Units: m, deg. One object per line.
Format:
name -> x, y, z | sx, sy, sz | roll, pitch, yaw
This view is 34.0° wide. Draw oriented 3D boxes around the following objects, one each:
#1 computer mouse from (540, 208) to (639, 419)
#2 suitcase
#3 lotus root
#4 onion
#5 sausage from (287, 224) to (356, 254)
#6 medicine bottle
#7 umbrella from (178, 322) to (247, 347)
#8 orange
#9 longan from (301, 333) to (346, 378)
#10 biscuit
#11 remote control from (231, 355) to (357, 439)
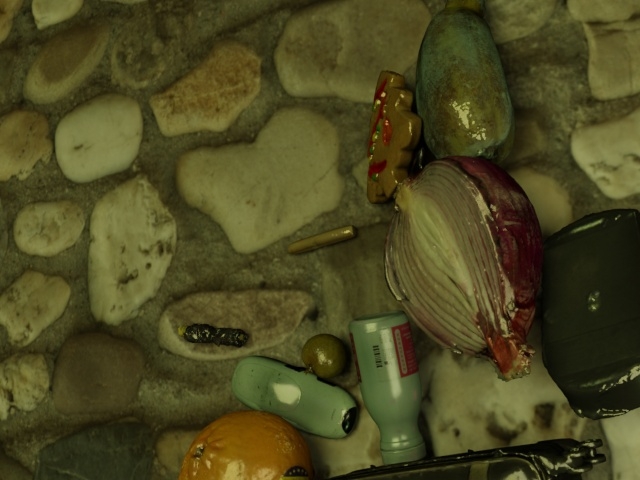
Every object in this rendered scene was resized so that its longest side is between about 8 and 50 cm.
computer mouse -> 0.389, 0.099, 1.413 | 0.168, 0.087, 0.295 | -22, 53, 36
suitcase -> 0.179, 0.423, 1.392 | 0.434, 0.194, 0.283 | -16, 82, 32
lotus root -> 0.208, -0.249, 1.584 | 0.140, 0.158, 0.322 | -13, 63, 13
onion -> 0.240, 0.046, 1.467 | 0.348, 0.159, 0.267 | 62, 146, 28
sausage -> 0.000, 0.000, 1.743 | 0.132, 0.024, 0.024 | -17, 69, 29
medicine bottle -> 0.104, 0.216, 1.544 | 0.090, 0.090, 0.216 | -10, 92, 33
umbrella -> -0.191, 0.164, 1.825 | 0.144, 0.040, 0.037 | 2, 87, 36
orange -> -0.116, 0.373, 1.629 | 0.219, 0.193, 0.219 | -16, 70, 50
longan -> 0.002, 0.186, 1.658 | 0.075, 0.083, 0.075 | 35, 142, 33
biscuit -> 0.105, -0.174, 1.647 | 0.212, 0.041, 0.238 | 112, 158, -56
remote control -> -0.049, 0.250, 1.699 | 0.256, 0.045, 0.097 | 13, 86, 34
